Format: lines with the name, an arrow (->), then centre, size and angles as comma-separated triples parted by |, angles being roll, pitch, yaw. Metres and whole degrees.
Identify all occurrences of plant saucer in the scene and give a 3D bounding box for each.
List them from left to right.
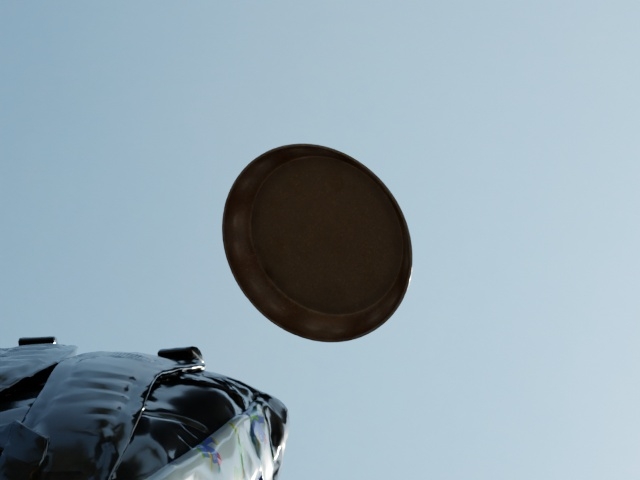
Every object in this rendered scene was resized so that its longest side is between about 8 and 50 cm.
plant saucer -> 0.000, 0.000, 1.062 | 0.029, 0.169, 0.168 | -38, -66, -60

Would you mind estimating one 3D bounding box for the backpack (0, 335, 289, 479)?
backpack -> -0.178, 0.183, 0.824 | 0.290, 0.355, 0.273 | 7, -99, 1
